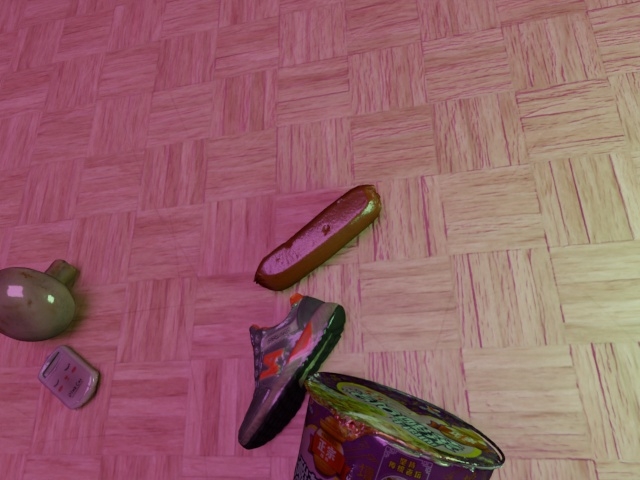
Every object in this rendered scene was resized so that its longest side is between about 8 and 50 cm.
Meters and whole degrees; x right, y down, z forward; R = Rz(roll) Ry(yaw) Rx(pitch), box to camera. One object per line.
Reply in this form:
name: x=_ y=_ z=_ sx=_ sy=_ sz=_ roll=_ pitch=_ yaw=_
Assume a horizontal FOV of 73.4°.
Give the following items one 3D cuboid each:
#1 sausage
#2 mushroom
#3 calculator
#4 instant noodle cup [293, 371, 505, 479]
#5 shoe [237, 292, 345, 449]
sausage: x=0.000 y=0.000 z=0.967 sx=0.348 sy=0.097 sz=0.094 roll=-40 pitch=59 yaw=-2
mushroom: x=-0.695 y=0.132 z=1.058 sx=0.207 sy=0.207 sz=0.215 roll=1 pitch=40 yaw=14
calculator: x=-0.608 y=0.326 z=1.034 sx=0.175 sy=0.032 sz=0.100 roll=27 pitch=79 yaw=22
instant noodle cup: x=0.088 y=0.400 z=0.694 sx=0.340 sy=0.340 sz=0.265 roll=18 pitch=85 yaw=19
shoe: x=-0.098 y=0.247 z=0.891 sx=0.171 sy=0.132 sz=0.336 roll=27 pitch=77 yaw=26
